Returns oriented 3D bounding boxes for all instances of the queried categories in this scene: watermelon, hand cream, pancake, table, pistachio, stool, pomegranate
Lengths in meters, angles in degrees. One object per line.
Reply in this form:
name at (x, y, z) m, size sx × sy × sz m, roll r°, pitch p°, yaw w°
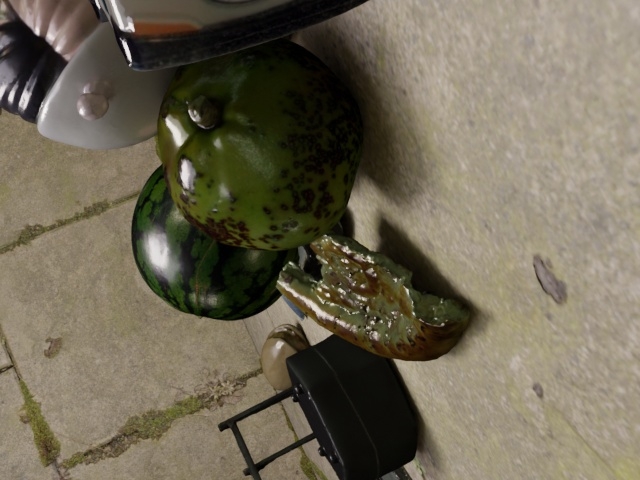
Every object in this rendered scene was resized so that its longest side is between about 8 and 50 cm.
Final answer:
watermelon at (-0.165, -0.007, 1.056) m, size 0.285 × 0.285 × 0.285 m, roll 59°, pitch 165°, yaw 27°
hand cream at (-0.057, 0.108, 1.323) m, size 0.091 × 0.058 × 0.271 m, roll 51°, pitch 167°, yaw 10°
pancake at (0.041, 0.067, 0.744) m, size 0.197 × 0.054 × 0.377 m, roll 56°, pitch 157°, yaw -12°
table at (0.002, 0.484, 1.272) m, size 0.335 × 0.273 × 0.222 m, roll 52°, pitch 161°, yaw 44°
pistachio at (-0.083, 0.296, 1.611) m, size 0.135 × 0.136 × 0.225 m, roll 55°, pitch 156°, yaw 36°
stool at (0.046, 0.264, 1.005) m, size 0.232 × 0.141 × 0.232 m, roll 58°, pitch 164°, yaw 26°
pomegranate at (-0.069, -0.089, 0.695) m, size 0.276 × 0.204 × 0.221 m, roll 132°, pitch 132°, yaw -73°

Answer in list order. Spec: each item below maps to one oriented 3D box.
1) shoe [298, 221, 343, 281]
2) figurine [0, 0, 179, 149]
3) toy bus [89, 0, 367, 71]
shoe at (0.000, 0.001, 0.911) m, size 0.194 × 0.074 × 0.077 m, roll 86°, pitch 175°, yaw -58°
figurine at (-0.214, -0.230, 0.775) m, size 0.211 × 0.253 × 0.361 m, roll 33°, pitch -162°, yaw 15°
toy bus at (-0.140, -0.355, 0.516) m, size 0.249 × 0.210 × 0.439 m, roll 86°, pitch 157°, yaw -50°
